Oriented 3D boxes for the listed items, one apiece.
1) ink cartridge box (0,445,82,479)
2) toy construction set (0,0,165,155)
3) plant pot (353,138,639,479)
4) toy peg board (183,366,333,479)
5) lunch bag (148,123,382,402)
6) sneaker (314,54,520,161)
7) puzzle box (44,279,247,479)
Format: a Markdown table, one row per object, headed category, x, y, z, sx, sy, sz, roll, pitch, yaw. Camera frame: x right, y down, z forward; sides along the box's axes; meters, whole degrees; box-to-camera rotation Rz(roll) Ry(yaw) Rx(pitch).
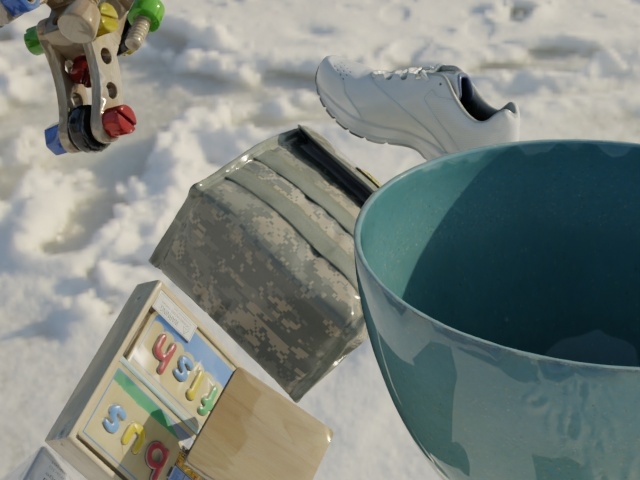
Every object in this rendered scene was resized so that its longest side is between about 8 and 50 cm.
| category | x | y | z | sx | sy | sz | roll | pitch | yaw |
| --- | --- | --- | --- | --- | --- | --- | --- | --- | --- |
| ink cartridge box | -0.298 | 0.444 | 1.235 | 0.166 | 0.285 | 0.395 | -40 | 12 | 11 |
| toy construction set | -0.272 | -0.273 | 1.300 | 0.309 | 0.257 | 0.237 | -31 | 34 | 46 |
| plant pot | 0.166 | 0.081 | 0.710 | 0.290 | 0.195 | 0.290 | -1 | 26 | 1 |
| toy peg board | -0.092 | 0.283 | 1.528 | 0.161 | 0.079 | 0.160 | 35 | 50 | -8 |
| lunch bag | 0.000 | 0.000 | 1.296 | 0.235 | 0.169 | 0.287 | 43 | 41 | 8 |
| sneaker | 0.126 | -0.171 | 1.437 | 0.297 | 0.129 | 0.111 | 29 | 38 | 21 |
| puzzle box | -0.171 | 0.286 | 1.607 | 0.052 | 0.409 | 0.272 | -13 | 39 | 40 |
